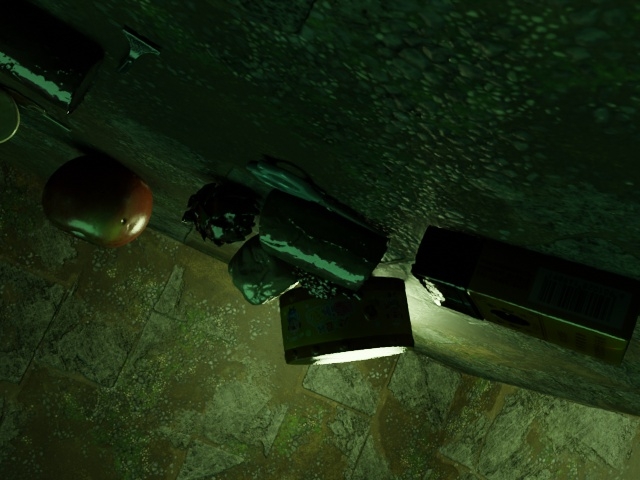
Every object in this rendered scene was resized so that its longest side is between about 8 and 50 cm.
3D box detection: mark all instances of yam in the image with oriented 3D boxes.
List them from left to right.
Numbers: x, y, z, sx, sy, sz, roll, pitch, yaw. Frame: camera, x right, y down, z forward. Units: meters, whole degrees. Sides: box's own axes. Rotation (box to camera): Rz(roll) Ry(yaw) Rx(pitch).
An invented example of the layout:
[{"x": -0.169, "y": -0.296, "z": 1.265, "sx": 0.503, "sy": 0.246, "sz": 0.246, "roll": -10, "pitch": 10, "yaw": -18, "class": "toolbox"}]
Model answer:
[{"x": -0.517, "y": -0.337, "z": 1.067, "sx": 0.279, "sy": 0.131, "sz": 0.131, "roll": 32, "pitch": 167, "yaw": -25, "class": "yam"}, {"x": 0.000, "y": 0.000, "z": 1.492, "sx": 0.304, "sy": 0.168, "sz": 0.168, "roll": 23, "pitch": 169, "yaw": 0, "class": "yam"}]

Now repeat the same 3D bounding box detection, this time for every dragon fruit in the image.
[{"x": -0.263, "y": -0.069, "z": 1.689, "sx": 0.188, "sy": 0.182, "sz": 0.182, "roll": 41, "pitch": 173, "yaw": 13, "class": "dragon fruit"}]

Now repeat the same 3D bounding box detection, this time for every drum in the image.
[{"x": 0.080, "y": 0.262, "z": 1.971, "sx": 0.430, "sy": 0.214, "sz": 0.431, "roll": -7, "pitch": 164, "yaw": -2, "class": "drum"}]

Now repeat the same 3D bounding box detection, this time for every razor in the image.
[{"x": -0.323, "y": -0.302, "z": 1.047, "sx": 0.066, "sy": 0.033, "sz": 0.190, "roll": 29, "pitch": 168, "yaw": -25, "class": "razor"}]

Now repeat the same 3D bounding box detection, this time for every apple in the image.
[{"x": -0.754, "y": -0.132, "z": 2.136, "sx": 0.348, "sy": 0.277, "sz": 0.348, "roll": 23, "pitch": 166, "yaw": 6, "class": "apple"}]

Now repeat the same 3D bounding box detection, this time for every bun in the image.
[{"x": -0.157, "y": 0.073, "z": 1.982, "sx": 0.205, "sy": 0.281, "sz": 0.281, "roll": 58, "pitch": 168, "yaw": 2, "class": "bun"}]

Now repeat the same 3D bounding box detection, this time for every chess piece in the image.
[{"x": -0.954, "y": -0.361, "z": 1.816, "sx": 0.167, "sy": 0.167, "sz": 0.299, "roll": 28, "pitch": 177, "yaw": -24, "class": "chess piece"}]

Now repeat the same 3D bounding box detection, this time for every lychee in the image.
[{"x": 0.027, "y": 0.070, "z": 1.680, "sx": 0.238, "sy": 0.200, "sz": 0.200, "roll": 44, "pitch": 173, "yaw": 13, "class": "lychee"}]

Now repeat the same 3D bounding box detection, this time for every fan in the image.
[{"x": -0.816, "y": -0.375, "z": 1.803, "sx": 0.226, "sy": 0.008, "sz": 0.152, "roll": 33, "pitch": 166, "yaw": -39, "class": "fan"}]

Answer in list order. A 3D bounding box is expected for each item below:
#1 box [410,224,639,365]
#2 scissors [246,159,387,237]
[{"x": 0.409, "y": 0.110, "z": 1.261, "sx": 0.415, "sy": 0.116, "sz": 0.264, "roll": 17, "pitch": 169, "yaw": 27, "class": "box"}, {"x": 0.006, "y": -0.089, "z": 1.396, "sx": 0.360, "sy": 0.029, "sz": 0.191, "roll": 25, "pitch": 173, "yaw": -19, "class": "scissors"}]
